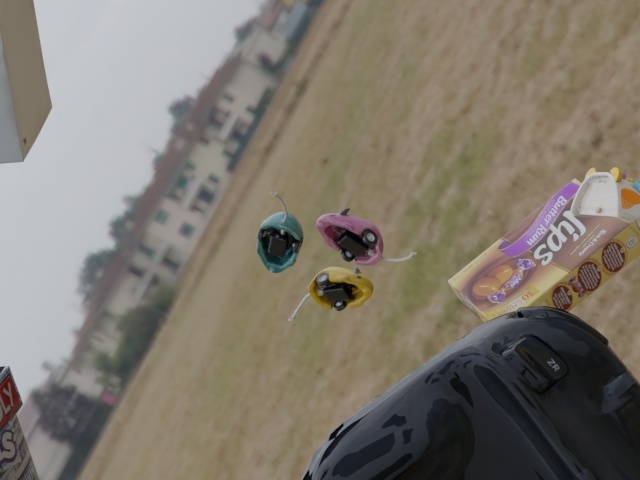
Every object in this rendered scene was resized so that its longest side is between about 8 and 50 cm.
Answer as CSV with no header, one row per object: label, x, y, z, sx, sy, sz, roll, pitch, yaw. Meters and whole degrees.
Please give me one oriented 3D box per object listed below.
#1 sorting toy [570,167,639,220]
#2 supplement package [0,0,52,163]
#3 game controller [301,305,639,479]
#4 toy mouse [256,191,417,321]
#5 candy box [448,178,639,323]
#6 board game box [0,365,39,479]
sorting toy,0.279,-0.037,1.079,0.083,0.075,0.045,-169,90,-73
supplement package,-0.344,-0.168,0.981,0.149,0.203,0.194,-97,3,-67
game controller,0.131,0.189,0.521,0.166,0.319,0.067,-36,-10,5
toy mouse,0.000,0.000,1.030,0.161,0.143,0.031,-14,37,36
candy box,0.245,0.026,1.306,0.187,0.053,0.109,-39,38,-3
board game box,-0.246,0.130,0.770,0.194,0.060,0.194,-60,-41,-65
